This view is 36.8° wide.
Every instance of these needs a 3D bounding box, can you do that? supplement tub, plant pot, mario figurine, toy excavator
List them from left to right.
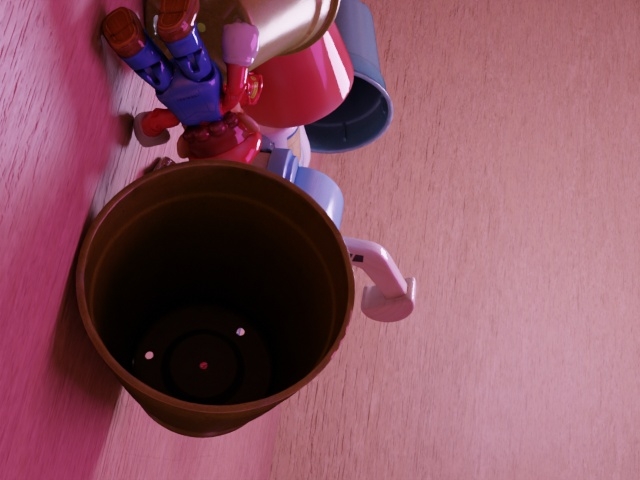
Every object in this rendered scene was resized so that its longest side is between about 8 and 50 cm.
[{"bbox_3d":[-0.184,-0.222,1.367,0.170,0.198,0.320,-60,149,-23],"label":"mario figurine"},{"bbox_3d":[-0.164,0.130,1.415,0.353,0.366,0.367,110,-9,-60],"label":"plant pot"},{"bbox_3d":[-0.137,-0.370,1.501,0.254,0.276,0.276,-58,156,-50],"label":"plant pot"},{"bbox_3d":[-0.117,-0.227,2.232,0.200,0.144,0.144,89,9,-53],"label":"supplement tub"},{"bbox_3d":[-0.083,-0.409,1.961,0.243,0.274,0.275,72,23,-52],"label":"plant pot"},{"bbox_3d":[0.000,0.000,2.139,0.222,0.445,0.433,-77,171,-46],"label":"toy excavator"},{"bbox_3d":[0.019,-0.465,2.580,0.341,0.341,0.334,87,2,-57],"label":"plant pot"}]

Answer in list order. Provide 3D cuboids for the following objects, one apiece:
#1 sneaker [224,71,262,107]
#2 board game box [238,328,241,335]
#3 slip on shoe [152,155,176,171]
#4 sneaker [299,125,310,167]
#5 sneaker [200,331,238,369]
[{"bbox_3d":[-0.168,-0.298,1.787,0.279,0.118,0.107,-36,132,-82],"label":"sneaker"},{"bbox_3d":[-0.207,0.138,2.225,0.160,0.047,0.210,86,13,-59],"label":"board game box"},{"bbox_3d":[-0.254,-0.102,1.571,0.041,0.051,0.135,-45,-168,11],"label":"slip on shoe"},{"bbox_3d":[-0.116,-0.252,2.437,0.150,0.135,0.366,-58,157,-34],"label":"sneaker"},{"bbox_3d":[-0.218,0.197,1.900,0.299,0.120,0.112,160,-79,-82],"label":"sneaker"}]
